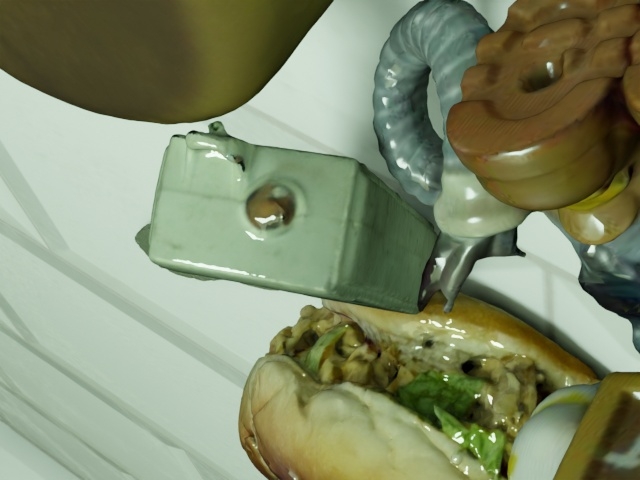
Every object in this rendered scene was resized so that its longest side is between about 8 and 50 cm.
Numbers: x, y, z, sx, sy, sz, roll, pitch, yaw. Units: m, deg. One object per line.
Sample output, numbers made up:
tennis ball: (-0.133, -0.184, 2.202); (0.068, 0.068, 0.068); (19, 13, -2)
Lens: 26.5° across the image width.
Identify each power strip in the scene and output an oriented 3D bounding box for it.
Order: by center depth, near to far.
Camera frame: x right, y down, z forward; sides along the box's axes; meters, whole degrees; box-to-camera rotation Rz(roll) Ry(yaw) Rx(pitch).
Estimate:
power strip: (-0.001, 0.000, 0.582); (0.078, 0.052, 0.272); (10, 176, 12)

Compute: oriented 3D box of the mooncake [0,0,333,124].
mooncake: (-0.091, -0.142, 0.479); (0.235, 0.117, 0.235); (32, 162, 12)

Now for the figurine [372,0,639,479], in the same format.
figurine: (0.167, 0.094, 0.460); (0.261, 0.186, 0.382); (3, 136, 42)

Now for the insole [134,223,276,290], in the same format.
insole: (-0.084, 0.011, 0.973); (0.063, 0.010, 0.192); (48, 158, -27)

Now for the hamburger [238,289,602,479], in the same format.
hamburger: (0.080, 0.132, 0.767); (0.286, 0.146, 0.243); (17, 158, 44)
